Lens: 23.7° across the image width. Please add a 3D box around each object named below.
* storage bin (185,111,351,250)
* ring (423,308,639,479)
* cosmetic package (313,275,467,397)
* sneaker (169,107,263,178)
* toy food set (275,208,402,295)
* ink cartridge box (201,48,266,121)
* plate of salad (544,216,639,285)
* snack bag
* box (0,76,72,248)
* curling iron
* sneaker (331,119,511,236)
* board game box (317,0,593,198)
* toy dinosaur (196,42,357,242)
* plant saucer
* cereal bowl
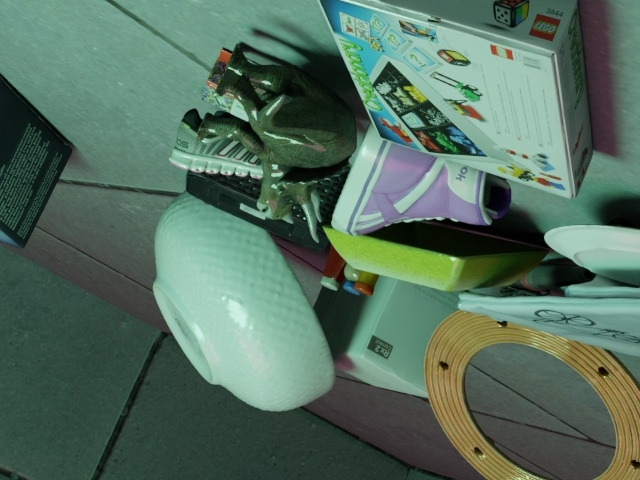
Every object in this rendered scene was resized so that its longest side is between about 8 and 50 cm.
[{"bbox_3d":[-0.059,-0.066,1.772,0.180,0.084,0.122,23,168,-1],"label":"storage bin"},{"bbox_3d":[0.281,0.214,1.930,0.336,0.032,0.337,23,133,27],"label":"ring"},{"bbox_3d":[0.095,0.116,2.101,0.151,0.151,0.183,30,167,-28],"label":"cosmetic package"},{"bbox_3d":[-0.080,-0.111,1.671,0.170,0.075,0.063,4,-165,-3],"label":"sneaker"},{"bbox_3d":[0.000,0.000,1.892,0.232,0.104,0.111,17,167,28],"label":"toy food set"},{"bbox_3d":[-0.085,-0.157,1.558,0.063,0.029,0.115,25,168,-4],"label":"ink cartridge box"},{"bbox_3d":[0.316,0.007,1.465,0.199,0.048,0.200,13,169,2],"label":"plate of salad"},{"bbox_3d":[0.365,0.091,1.583,0.323,0.037,0.342,15,170,-30],"label":"snack bag"},{"bbox_3d":[-0.557,-0.151,2.128,0.296,0.183,0.294,19,166,19],"label":"box"},{"bbox_3d":[0.264,0.046,1.757,0.068,0.035,0.274,21,169,-6],"label":"curling iron"},{"bbox_3d":[0.103,-0.044,1.530,0.161,0.102,0.282,21,168,-1],"label":"sneaker"},{"bbox_3d":[0.116,-0.132,1.226,0.193,0.053,0.305,19,167,17],"label":"board game box"},{"bbox_3d":[-0.024,-0.113,1.430,0.160,0.121,0.313,24,163,-6],"label":"toy dinosaur"},{"bbox_3d":[0.127,0.018,1.684,0.188,0.045,0.188,13,-169,37],"label":"plant saucer"},{"bbox_3d":[-0.126,0.093,2.065,0.339,0.141,0.339,52,163,23],"label":"cereal bowl"}]
